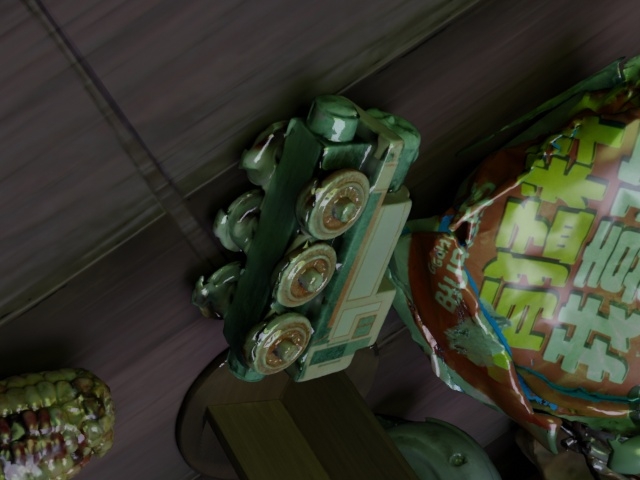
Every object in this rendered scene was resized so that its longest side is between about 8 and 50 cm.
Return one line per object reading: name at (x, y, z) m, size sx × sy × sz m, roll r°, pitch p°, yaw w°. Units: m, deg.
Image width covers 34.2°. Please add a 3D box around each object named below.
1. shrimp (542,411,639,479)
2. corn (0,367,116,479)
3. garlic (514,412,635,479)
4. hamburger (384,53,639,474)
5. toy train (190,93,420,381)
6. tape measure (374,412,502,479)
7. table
shrimp at (0.291, 0.128, 0.879) m, size 0.372 × 0.137 × 0.172 m, roll 26°, pitch 104°, yaw -29°
corn at (-0.238, 0.138, 0.582) m, size 0.253 × 0.086 × 0.086 m, roll -22°, pitch 138°, yaw -23°
garlic at (0.286, 0.287, 1.079) m, size 0.279 × 0.132 × 0.325 m, roll -23°, pitch 136°, yaw -17°
hamburger at (0.196, 0.018, 0.725) m, size 0.276 × 0.150 × 0.260 m, roll 37°, pitch 102°, yaw -13°
toy train at (0.000, 0.000, 0.638) m, size 0.125 × 0.081 × 0.194 m, roll -10°, pitch 131°, yaw -44°
tape measure at (0.116, 0.273, 0.781) m, size 0.084 × 0.330 × 0.164 m, roll 11°, pitch 118°, yaw -46°
table at (0.021, 0.185, 0.706) m, size 0.167 × 0.227 × 0.167 m, roll -20°, pitch 137°, yaw -20°
